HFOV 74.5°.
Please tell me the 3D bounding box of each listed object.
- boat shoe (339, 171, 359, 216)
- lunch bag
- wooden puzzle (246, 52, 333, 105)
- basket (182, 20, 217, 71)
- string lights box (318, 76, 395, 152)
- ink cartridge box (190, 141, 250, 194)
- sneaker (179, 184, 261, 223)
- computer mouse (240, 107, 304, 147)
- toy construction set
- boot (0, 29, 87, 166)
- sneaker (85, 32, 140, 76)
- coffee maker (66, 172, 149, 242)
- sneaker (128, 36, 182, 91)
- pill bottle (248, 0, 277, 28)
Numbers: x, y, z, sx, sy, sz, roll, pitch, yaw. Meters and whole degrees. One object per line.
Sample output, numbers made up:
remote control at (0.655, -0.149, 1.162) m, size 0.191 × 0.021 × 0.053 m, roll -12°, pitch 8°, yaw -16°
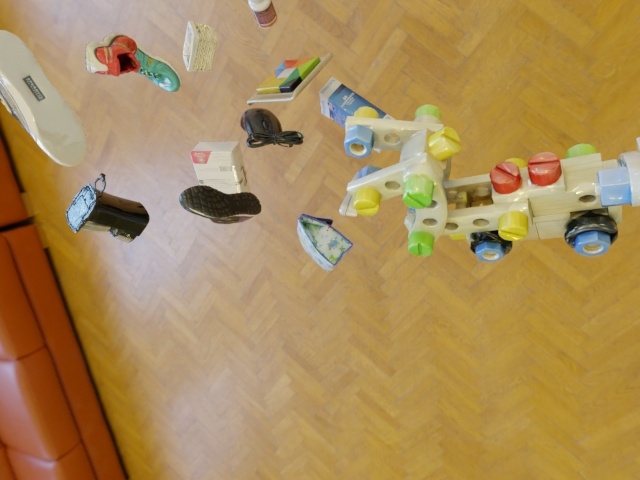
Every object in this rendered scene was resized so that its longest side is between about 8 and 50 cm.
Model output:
boat shoe at (0.141, -0.173, 1.641) m, size 0.076 × 0.226 × 0.083 m, roll 19°, pitch 147°, yaw 8°
lunch bag at (0.000, 0.000, 1.091) m, size 0.151 × 0.129 × 0.096 m, roll 39°, pitch 75°, yaw 5°
wooden puzzle at (-0.102, -0.506, 1.307) m, size 0.239 × 0.221 × 0.044 m, roll 10°, pitch 146°, yaw 44°
basket at (-0.496, -0.793, 1.734) m, size 0.167 × 0.103 × 0.113 m, roll -56°, pitch 48°, yaw 48°
string lights box at (0.119, -0.416, 1.406) m, size 0.260 × 0.133 × 0.076 m, roll 38°, pitch 82°, yaw 11°
ink cartridge box at (-0.354, -0.240, 1.518) m, size 0.159 × 0.092 × 0.217 m, roll 2°, pitch 129°, yaw 10°
sneaker at (-0.325, -0.089, 1.312) m, size 0.124 × 0.283 × 0.107 m, roll -31°, pitch 69°, yaw 34°
computer mouse at (-0.182, -0.383, 1.380) m, size 0.272 × 0.189 × 0.072 m, roll -129°, pitch 36°, yaw -49°
toy construction set at (0.196, -0.059, 0.426) m, size 0.328 × 0.151 × 0.215 m, roll 8°, pitch 152°, yaw 40°
boot at (-0.415, -0.197, 0.604) m, size 0.086 × 0.069 × 0.189 m, roll 10°, pitch 130°, yaw 34°
sneaker at (-0.606, -0.551, 1.282) m, size 0.119 × 0.279 × 0.107 m, roll 14°, pitch 125°, yaw -10°
coffee maker at (-0.579, -0.080, 1.183) m, size 0.171 × 0.178 × 0.120 m, roll -29°, pitch 67°, yaw 22°
sneaker at (-0.648, -0.637, 1.557) m, size 0.275 × 0.110 × 0.107 m, roll 32°, pitch 126°, yaw -11°
pill bottle at (-0.220, -0.880, 1.582) m, size 0.086 × 0.152 × 0.085 m, roll -1°, pitch 81°, yaw 8°
